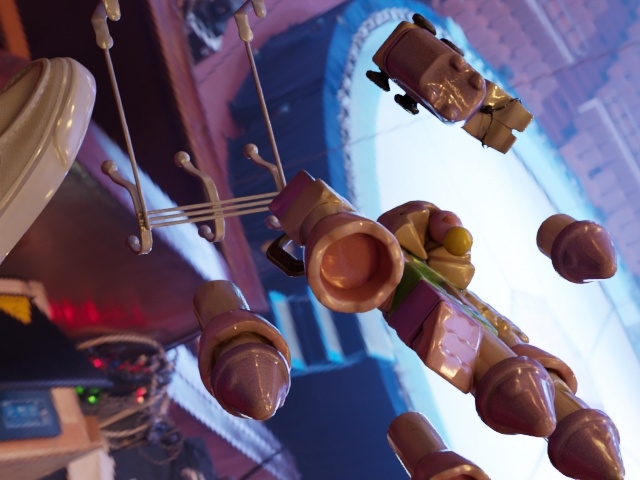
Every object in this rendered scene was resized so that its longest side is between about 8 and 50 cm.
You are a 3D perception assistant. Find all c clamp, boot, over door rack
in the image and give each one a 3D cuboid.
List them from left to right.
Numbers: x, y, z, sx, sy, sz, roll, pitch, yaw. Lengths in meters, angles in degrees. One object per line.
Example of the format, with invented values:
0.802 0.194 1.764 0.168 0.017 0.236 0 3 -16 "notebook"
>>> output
-0.245 -0.040 0.636 0.123 0.095 0.258 44 59 -35 "boot"
-0.174 -0.157 1.400 0.240 0.108 0.324 -11 94 -34 "over door rack"
0.000 0.000 1.358 0.022 0.137 0.161 57 -16 -26 "c clamp"

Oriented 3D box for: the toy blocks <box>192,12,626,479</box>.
0.102 0.053 0.742 0.289 0.309 0.260 36 6 -23 "toy blocks"
